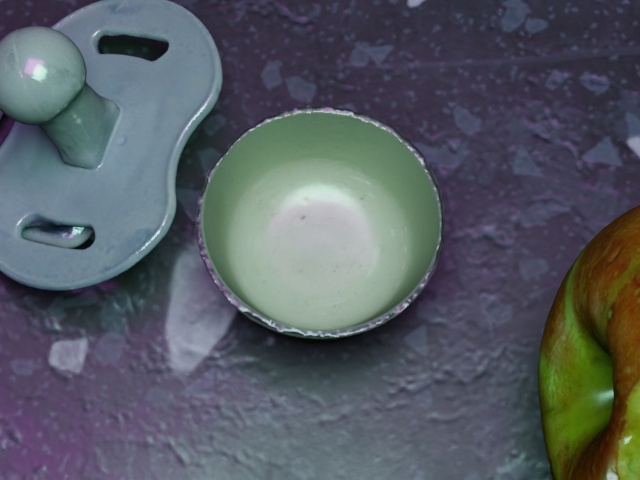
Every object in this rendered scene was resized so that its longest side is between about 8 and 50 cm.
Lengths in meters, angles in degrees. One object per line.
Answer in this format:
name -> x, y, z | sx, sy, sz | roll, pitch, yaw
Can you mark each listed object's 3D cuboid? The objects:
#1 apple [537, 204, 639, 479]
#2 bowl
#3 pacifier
apple -> 0.338, 0.124, 1.576 | 0.339, 0.339, 0.340 | 0, 71, -1
bowl -> 0.000, 0.000, 1.723 | 0.211, 0.112, 0.211 | 0, 70, -1
pacifier -> -0.220, -0.111, 1.702 | 0.238, 0.226, 0.287 | 15, 69, 23
